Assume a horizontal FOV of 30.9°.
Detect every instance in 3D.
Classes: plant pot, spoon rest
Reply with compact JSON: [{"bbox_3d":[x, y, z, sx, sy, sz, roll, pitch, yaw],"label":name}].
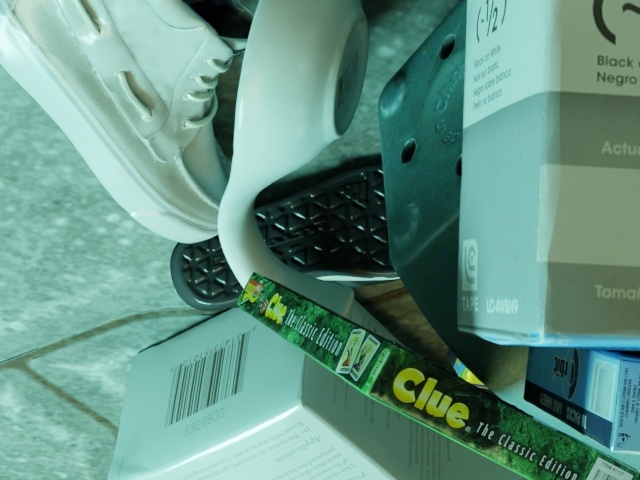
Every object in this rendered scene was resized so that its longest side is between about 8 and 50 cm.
[{"bbox_3d":[0.175,-0.036,0.680,0.252,0.247,0.248,19,136,-25],"label":"plant pot"},{"bbox_3d":[-0.021,-0.053,0.704,0.084,0.137,0.276,12,132,14],"label":"spoon rest"}]

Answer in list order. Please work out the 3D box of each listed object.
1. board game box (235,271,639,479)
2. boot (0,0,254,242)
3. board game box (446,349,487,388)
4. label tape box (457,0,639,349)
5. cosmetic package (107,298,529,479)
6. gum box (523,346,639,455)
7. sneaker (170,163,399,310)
[{"bbox_3d":[0.044,0.071,0.607,0.136,0.030,0.260,31,176,-17],"label":"board game box"},{"bbox_3d":[-0.086,-0.094,0.694,0.123,0.095,0.258,-18,143,19],"label":"boot"},{"bbox_3d":[0.205,0.057,0.919,0.170,0.048,0.141,11,115,-19],"label":"board game box"},{"bbox_3d":[0.195,-0.125,0.483,0.249,0.347,0.115,3,179,-9],"label":"label tape box"},{"bbox_3d":[0.031,0.222,1.010,0.217,0.156,0.385,-27,126,27],"label":"cosmetic package"},{"bbox_3d":[0.203,0.075,0.536,0.184,0.041,0.157,7,179,-2],"label":"gum box"},{"bbox_3d":[0.000,0.000,0.863,0.235,0.084,0.097,-10,171,4],"label":"sneaker"}]
